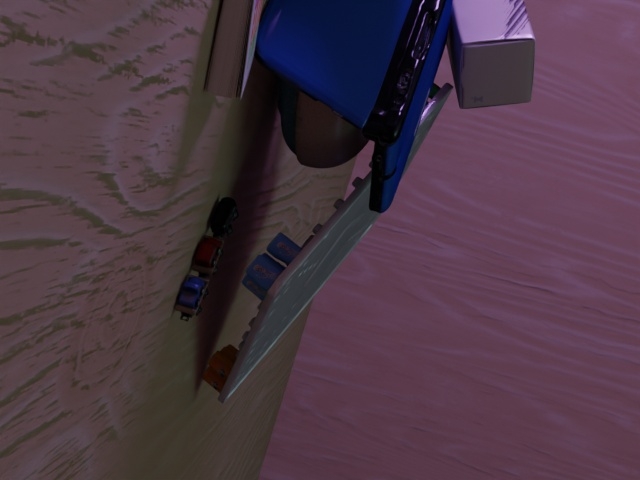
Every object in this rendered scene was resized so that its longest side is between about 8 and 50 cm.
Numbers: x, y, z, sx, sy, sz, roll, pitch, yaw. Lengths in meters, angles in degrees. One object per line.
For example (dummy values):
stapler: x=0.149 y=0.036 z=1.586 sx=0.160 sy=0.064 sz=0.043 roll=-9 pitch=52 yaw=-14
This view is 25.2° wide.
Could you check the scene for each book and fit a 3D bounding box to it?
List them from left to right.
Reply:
book: x=-0.070 y=-0.216 z=1.319 sx=0.096 sy=0.035 sz=0.144 roll=-74 pitch=177 yaw=-53

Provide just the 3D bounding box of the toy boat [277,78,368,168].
toy boat: x=0.025 y=-0.248 z=1.834 sx=0.267 sy=0.148 sz=0.318 roll=90 pitch=24 yaw=-59

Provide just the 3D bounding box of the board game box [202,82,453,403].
board game box: x=0.000 y=0.000 z=1.880 sx=0.390 sy=0.050 sz=0.390 roll=-50 pitch=173 yaw=-28

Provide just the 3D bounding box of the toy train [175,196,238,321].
toy train: x=-0.124 y=0.018 z=1.576 sx=0.036 sy=0.027 sz=0.158 roll=93 pitch=14 yaw=-59

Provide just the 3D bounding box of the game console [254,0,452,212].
game console: x=0.042 y=-0.224 z=1.648 sx=0.250 sy=0.173 sz=0.293 roll=93 pitch=16 yaw=-58

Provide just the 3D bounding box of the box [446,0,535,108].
box: x=0.205 y=-0.300 z=1.835 sx=0.113 sy=0.094 sz=0.275 roll=85 pitch=-1 yaw=-48
